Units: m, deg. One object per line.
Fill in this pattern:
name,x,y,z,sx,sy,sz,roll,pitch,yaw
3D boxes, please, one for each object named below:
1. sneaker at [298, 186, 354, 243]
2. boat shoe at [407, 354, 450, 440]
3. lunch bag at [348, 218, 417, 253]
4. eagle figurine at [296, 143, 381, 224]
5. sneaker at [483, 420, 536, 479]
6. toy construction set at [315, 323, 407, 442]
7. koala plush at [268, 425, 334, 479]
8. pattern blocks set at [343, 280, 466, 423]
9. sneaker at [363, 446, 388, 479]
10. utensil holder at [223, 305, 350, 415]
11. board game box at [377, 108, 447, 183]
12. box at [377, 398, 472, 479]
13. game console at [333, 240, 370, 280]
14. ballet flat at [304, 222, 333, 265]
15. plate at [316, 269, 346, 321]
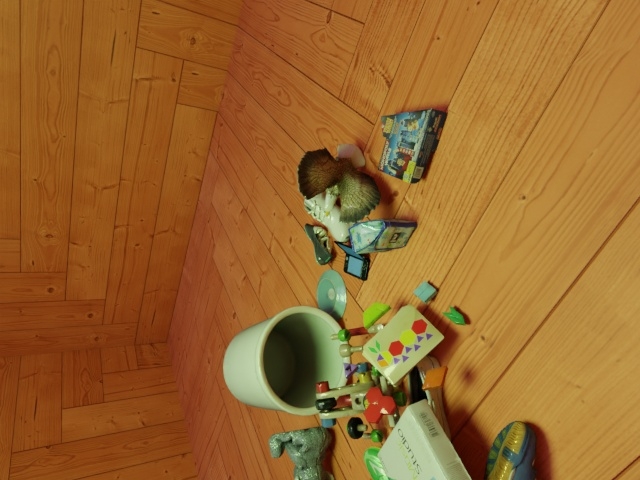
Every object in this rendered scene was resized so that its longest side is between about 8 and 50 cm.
sneaker,0.012,-0.098,1.429,0.297,0.129,0.111,58,132,40
boat shoe,0.256,0.421,1.053,0.095,0.084,0.259,-25,67,54
lunch bag,0.175,-0.019,1.168,0.151,0.128,0.097,-33,66,50
eagle figurine,0.050,-0.172,1.268,0.298,0.226,0.226,-100,-5,-80
sneaker,0.395,0.517,0.834,0.112,0.130,0.297,41,-114,-77
toy construction set,0.147,0.376,1.152,0.237,0.257,0.309,-21,54,38
koala plush,-0.043,0.753,1.414,0.203,0.196,0.222,-32,57,41
pattern blocks set,0.199,0.260,1.043,0.324,0.026,0.285,-37,42,6
sneaker,0.185,0.696,1.112,0.110,0.123,0.296,-61,41,36
utensil holder,-0.132,0.421,1.454,0.385,0.327,0.328,-32,61,55
board game box,0.232,-0.273,1.159,0.194,0.060,0.194,39,121,53
box,0.238,0.550,0.979,0.322,0.058,0.232,98,152,-45
game console,0.093,0.064,1.344,0.122,0.071,0.108,22,106,56
ballet flat,0.000,0.000,1.508,0.074,0.074,0.203,-60,36,36
plate,0.029,0.196,1.480,0.188,0.024,0.188,-8,81,58
